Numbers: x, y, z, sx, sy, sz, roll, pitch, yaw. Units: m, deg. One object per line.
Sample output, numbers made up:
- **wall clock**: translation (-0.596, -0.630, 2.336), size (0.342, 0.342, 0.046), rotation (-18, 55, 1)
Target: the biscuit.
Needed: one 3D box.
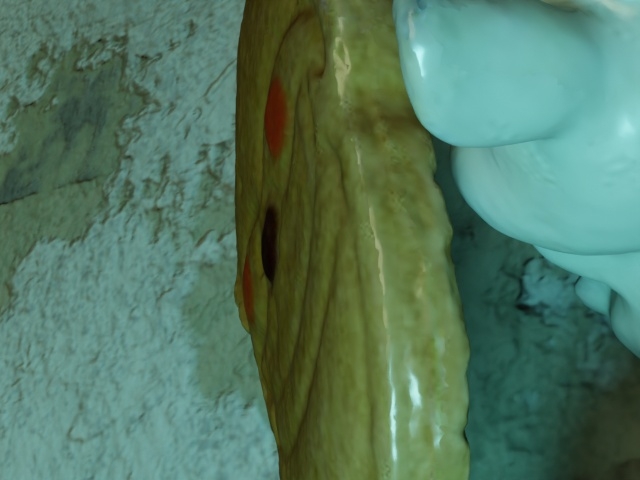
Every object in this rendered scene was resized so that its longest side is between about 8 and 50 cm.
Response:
- **biscuit**: translation (-0.001, 0.000, 0.743), size (0.350, 0.078, 0.455), rotation (107, 157, -46)

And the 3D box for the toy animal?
- **toy animal**: translation (0.184, -0.053, 0.584), size (0.196, 0.367, 0.241), rotation (-49, 33, 0)
